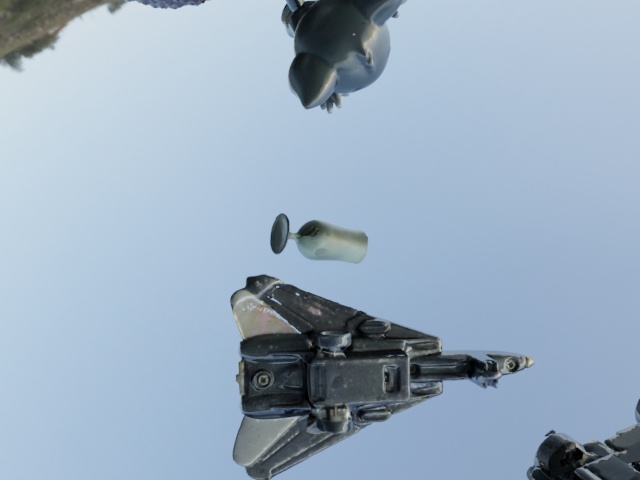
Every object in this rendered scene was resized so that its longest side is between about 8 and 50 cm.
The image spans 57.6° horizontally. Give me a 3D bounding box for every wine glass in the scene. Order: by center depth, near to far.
[{"bbox_3d":[0.000,0.000,1.438,0.103,0.231,0.103,-25,-119,57],"label":"wine glass"}]

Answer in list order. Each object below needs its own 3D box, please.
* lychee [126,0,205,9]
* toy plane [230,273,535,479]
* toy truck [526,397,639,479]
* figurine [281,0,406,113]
[{"bbox_3d":[-0.230,-0.443,0.819,0.271,0.236,0.236,-11,-140,19],"label":"lychee"},{"bbox_3d":[0.071,0.133,0.584,0.316,0.204,0.103,-1,-179,0],"label":"toy plane"},{"bbox_3d":[0.414,0.281,0.645,0.363,0.178,0.176,-11,-166,-18],"label":"toy truck"},{"bbox_3d":[0.019,-0.290,0.775,0.193,0.140,0.265,-41,-125,13],"label":"figurine"}]
